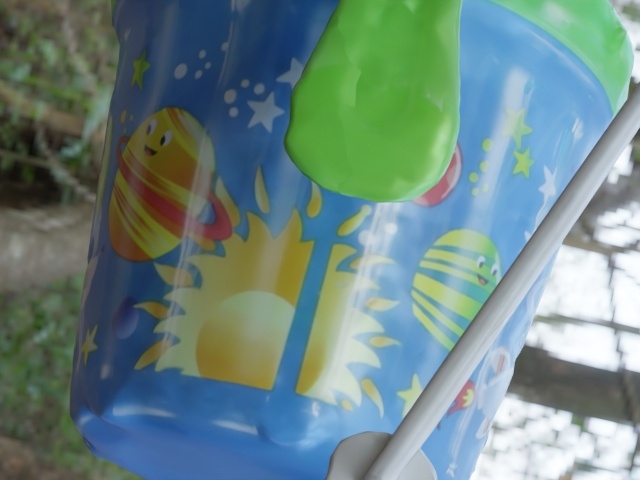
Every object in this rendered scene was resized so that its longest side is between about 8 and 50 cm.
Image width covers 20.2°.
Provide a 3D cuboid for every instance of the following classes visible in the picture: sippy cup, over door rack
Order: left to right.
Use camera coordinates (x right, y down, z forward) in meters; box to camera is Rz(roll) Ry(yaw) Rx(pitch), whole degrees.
[{"bbox_3d":[0.000,0.000,0.767,0.305,0.240,0.224,42,56,-52],"label":"sippy cup"},{"bbox_3d":[0.163,0.012,0.385,0.324,0.239,0.108,-54,163,-32],"label":"over door rack"}]
